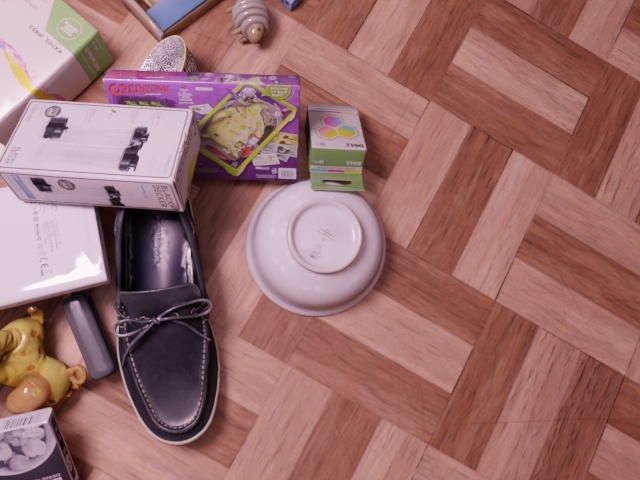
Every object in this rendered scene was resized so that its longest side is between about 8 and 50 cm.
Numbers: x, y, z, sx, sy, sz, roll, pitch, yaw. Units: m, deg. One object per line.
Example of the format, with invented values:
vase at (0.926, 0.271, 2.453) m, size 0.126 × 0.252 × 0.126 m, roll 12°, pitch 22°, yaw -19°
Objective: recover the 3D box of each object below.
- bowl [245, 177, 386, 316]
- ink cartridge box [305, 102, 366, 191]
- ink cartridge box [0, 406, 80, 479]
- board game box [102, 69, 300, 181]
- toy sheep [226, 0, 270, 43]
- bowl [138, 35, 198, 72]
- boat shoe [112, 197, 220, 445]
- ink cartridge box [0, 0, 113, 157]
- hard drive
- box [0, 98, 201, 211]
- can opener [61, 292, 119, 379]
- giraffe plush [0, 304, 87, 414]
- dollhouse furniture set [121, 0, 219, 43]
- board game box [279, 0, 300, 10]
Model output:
bowl at (0.000, 0.000, 1.004) m, size 0.297 × 0.134 × 0.298 m, roll 1°, pitch 80°, yaw -7°
ink cartridge box at (0.029, -0.192, 1.024) m, size 0.108 × 0.062 × 0.209 m, roll 2°, pitch 47°, yaw -8°
ink cartridge box at (-0.533, 0.396, 0.860) m, size 0.206 × 0.045 × 0.209 m, roll -11°, pitch 114°, yaw -9°
board game box at (-0.212, -0.214, 0.968) m, size 0.346 × 0.208 × 0.056 m, roll 2°, pitch 45°, yaw -2°
toy sheep at (-0.152, -0.482, 1.091) m, size 0.091 × 0.091 × 0.132 m, roll -14°, pitch 77°, yaw -10°
bowl at (-0.300, -0.318, 1.030) m, size 0.170 × 0.080 × 0.170 m, roll -16°, pitch 62°, yaw 33°
boat shoe at (-0.291, 0.124, 0.934) m, size 0.186 × 0.156 × 0.501 m, roll -6°, pitch 83°, yaw -10°
ink cartridge box at (-0.614, -0.322, 0.981) m, size 0.207 × 0.119 × 0.353 m, roll 39°, pitch 78°, yaw 0°
hard drive at (-0.543, 0.012, 0.872) m, size 0.318 × 0.040 × 0.211 m, roll -14°, pitch 75°, yaw -10°
box at (-0.367, -0.147, 0.873) m, size 0.289 × 0.087 × 0.169 m, roll 3°, pitch 58°, yaw 0°
can opener at (-0.438, 0.120, 0.953) m, size 0.093 × 0.074 × 0.281 m, roll -19°, pitch 84°, yaw -11°
giraffe plush at (-0.525, 0.236, 0.897) m, size 0.171 × 0.181 × 0.210 m, roll 51°, pitch 43°, yaw -7°
dollhouse furniture set at (-0.326, -0.591, 0.973) m, size 0.198 × 0.303 × 0.286 m, roll -43°, pitch 88°, yaw -13°
board game box at (-0.094, -0.647, 1.148) m, size 0.211 × 0.039 × 0.160 m, roll 41°, pitch 78°, yaw 1°
